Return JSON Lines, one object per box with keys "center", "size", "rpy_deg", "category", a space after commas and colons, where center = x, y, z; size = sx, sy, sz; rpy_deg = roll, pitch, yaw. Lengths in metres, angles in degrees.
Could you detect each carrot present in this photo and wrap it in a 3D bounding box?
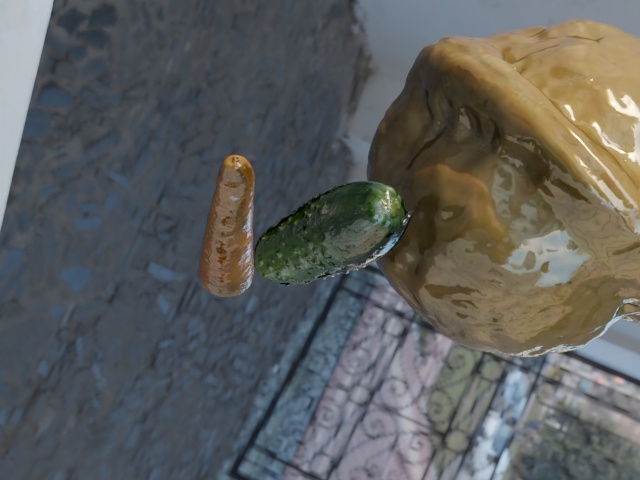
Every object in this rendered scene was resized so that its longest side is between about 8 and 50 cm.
{"center": [-0.089, -0.019, 1.136], "size": [0.061, 0.061, 0.210], "rpy_deg": [-57, 169, -31], "category": "carrot"}

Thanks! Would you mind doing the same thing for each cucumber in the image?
{"center": [0.000, 0.000, 0.948], "size": [0.227, 0.069, 0.069], "rpy_deg": [-23, -149, 57], "category": "cucumber"}

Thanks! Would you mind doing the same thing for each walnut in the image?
{"center": [0.216, -0.048, 1.162], "size": [0.384, 0.383, 0.384], "rpy_deg": [-56, 159, -34], "category": "walnut"}

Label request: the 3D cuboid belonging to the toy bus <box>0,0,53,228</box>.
{"center": [-0.202, -0.076, 0.545], "size": [0.109, 0.136, 0.330], "rpy_deg": [34, 45, -39], "category": "toy bus"}
